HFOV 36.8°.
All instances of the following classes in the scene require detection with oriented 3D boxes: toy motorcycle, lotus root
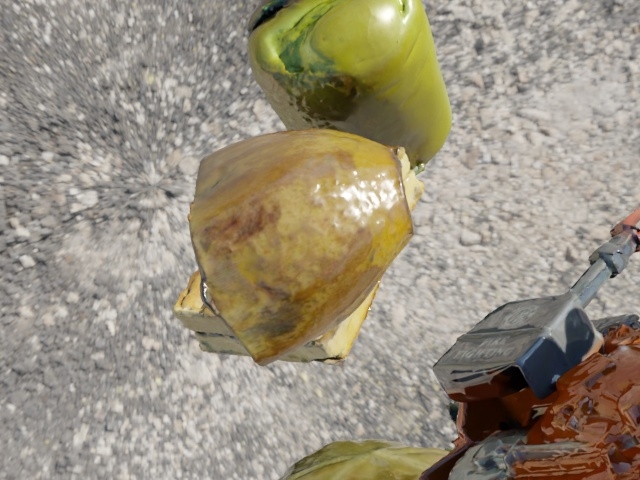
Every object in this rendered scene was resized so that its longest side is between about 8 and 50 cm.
[{"bbox_3d":[0.179,0.059,0.358,0.221,0.325,0.148,-38,101,-32],"label":"toy motorcycle"},{"bbox_3d":[0.000,0.000,0.838,0.180,0.188,0.199,-19,125,9],"label":"lotus root"}]

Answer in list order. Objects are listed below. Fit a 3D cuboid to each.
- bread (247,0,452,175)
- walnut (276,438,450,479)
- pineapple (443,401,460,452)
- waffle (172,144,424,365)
[{"bbox_3d":[0.044,-0.224,1.373,0.251,0.376,0.208,7,70,18],"label":"bread"},{"bbox_3d":[0.051,0.293,0.753,0.283,0.227,0.283,-2,103,-11],"label":"walnut"},{"bbox_3d":[0.273,0.241,1.078,0.277,0.130,0.119,5,96,3],"label":"pineapple"},{"bbox_3d":[-0.017,0.008,1.189,0.308,0.213,0.091,-62,141,-35],"label":"waffle"}]
